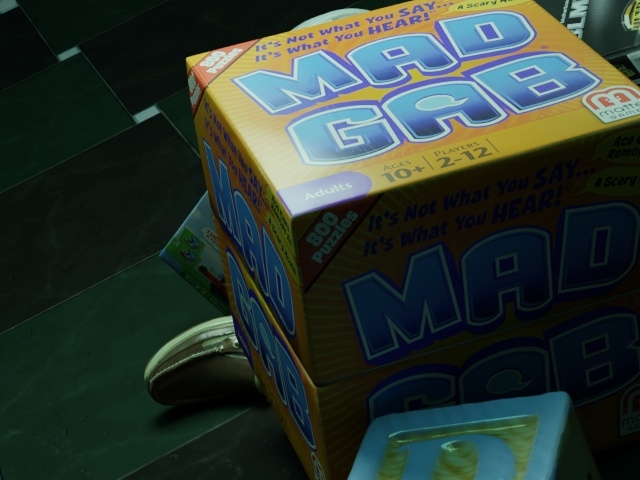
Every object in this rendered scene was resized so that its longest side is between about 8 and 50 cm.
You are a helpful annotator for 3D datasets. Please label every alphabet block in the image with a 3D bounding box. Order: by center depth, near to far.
[{"bbox_3d":[0.139,0.271,1.395,0.193,0.197,0.192,-10,31,26],"label":"alphabet block"}]

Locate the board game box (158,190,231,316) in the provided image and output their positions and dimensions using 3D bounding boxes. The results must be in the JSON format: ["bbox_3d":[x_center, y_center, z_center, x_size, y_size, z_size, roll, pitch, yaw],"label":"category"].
[{"bbox_3d":[-0.093,0.015,1.969,0.039,0.160,0.211,-48,0,-38],"label":"board game box"}]

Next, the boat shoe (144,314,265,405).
[{"bbox_3d":[-0.084,0.139,1.919,0.258,0.095,0.095,-23,33,1],"label":"boat shoe"}]

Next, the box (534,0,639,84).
[{"bbox_3d":[0.400,-0.325,2.263,0.293,0.073,0.295,-12,45,36],"label":"box"}]

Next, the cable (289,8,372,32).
[{"bbox_3d":[0.033,-0.190,2.233,0.257,0.257,0.089,-47,30,-13],"label":"cable"}]

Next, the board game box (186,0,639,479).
[{"bbox_3d":[0.106,0.001,1.615,0.356,0.356,0.356,-16,33,-12],"label":"board game box"}]
